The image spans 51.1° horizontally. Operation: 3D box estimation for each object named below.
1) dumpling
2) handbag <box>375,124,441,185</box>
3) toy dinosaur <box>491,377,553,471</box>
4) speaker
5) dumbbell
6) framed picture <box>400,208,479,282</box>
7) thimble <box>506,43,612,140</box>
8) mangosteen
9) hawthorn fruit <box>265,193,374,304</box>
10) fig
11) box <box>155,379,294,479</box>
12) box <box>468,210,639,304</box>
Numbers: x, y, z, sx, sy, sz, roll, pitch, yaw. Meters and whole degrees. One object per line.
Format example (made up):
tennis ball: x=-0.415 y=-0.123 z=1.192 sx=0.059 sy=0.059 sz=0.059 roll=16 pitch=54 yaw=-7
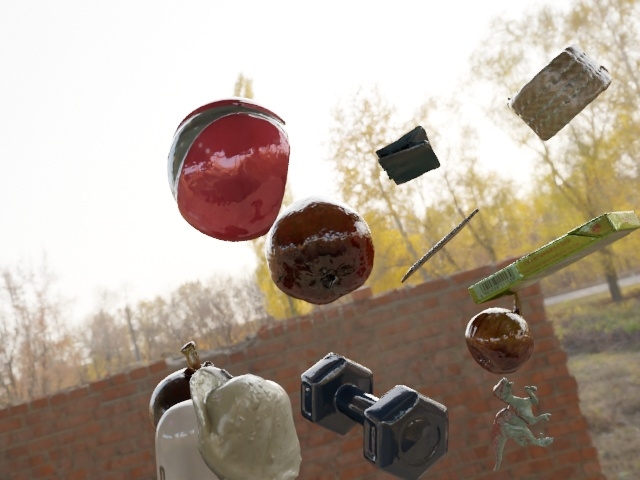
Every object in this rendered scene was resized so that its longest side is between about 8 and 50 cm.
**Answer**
dumpling: x=-0.103 y=0.243 z=0.838 sx=0.093 sy=0.176 sz=0.150 roll=-6 pitch=23 yaw=28
handbag: x=0.231 y=-0.214 z=1.757 sx=0.144 sy=0.057 sz=0.221 roll=-27 pitch=-17 yaw=11
toy dinosaur: x=0.392 y=0.397 z=1.405 sx=0.053 sy=0.167 sz=0.242 roll=-74 pitch=10 yaw=-54
speaker: x=-0.175 y=-0.138 z=1.352 sx=0.294 sy=0.294 sz=0.294 roll=-15 pitch=-7 yaw=-2
dumbbell: x=0.088 y=0.312 z=1.222 sx=0.160 sy=0.144 sz=0.325 roll=-36 pitch=18 yaw=-21
framed picture: x=0.327 y=0.023 z=1.880 sx=0.244 sy=0.013 sz=0.324 roll=-42 pitch=-8 yaw=-4
thimble: x=0.568 y=-0.355 z=1.587 sx=0.229 sy=0.148 sz=0.196 roll=-42 pitch=-4 yaw=-14
mangosteen: x=-0.310 y=0.385 z=1.676 sx=0.236 sy=0.261 sz=0.235 roll=-3 pitch=8 yaw=0
hawthorn fruit: x=0.000 y=0.000 z=1.771 sx=0.285 sy=0.284 sz=0.369 roll=-16 pitch=25 yaw=10
fig: x=0.477 y=0.236 z=1.716 sx=0.207 sy=0.175 sz=0.175 roll=-44 pitch=6 yaw=-25
box: x=-0.202 y=0.476 z=1.485 sx=0.141 sy=0.288 sz=0.349 roll=-5 pitch=0 yaw=43
box: x=0.495 y=0.038 z=1.420 sx=0.335 sy=0.047 sz=0.187 roll=-35 pitch=-20 yaw=36
